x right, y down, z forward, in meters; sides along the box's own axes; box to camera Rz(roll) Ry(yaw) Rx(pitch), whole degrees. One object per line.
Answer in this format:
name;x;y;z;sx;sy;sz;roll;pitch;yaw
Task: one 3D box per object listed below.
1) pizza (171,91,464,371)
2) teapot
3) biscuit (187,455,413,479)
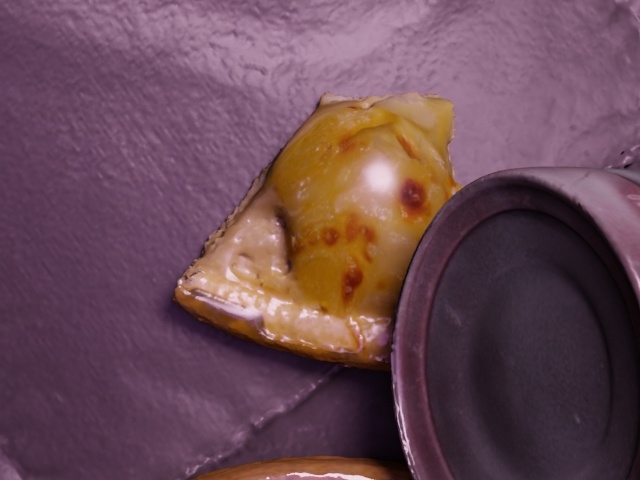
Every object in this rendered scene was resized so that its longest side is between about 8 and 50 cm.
pizza;0.006;-0.008;0.901;0.204;0.080;0.188;0;88;-5
teapot;0.231;0.115;0.847;0.312;0.233;0.314;0;99;-30
biscuit;0.016;0.285;0.900;0.344;0.057;0.287;1;87;-6
